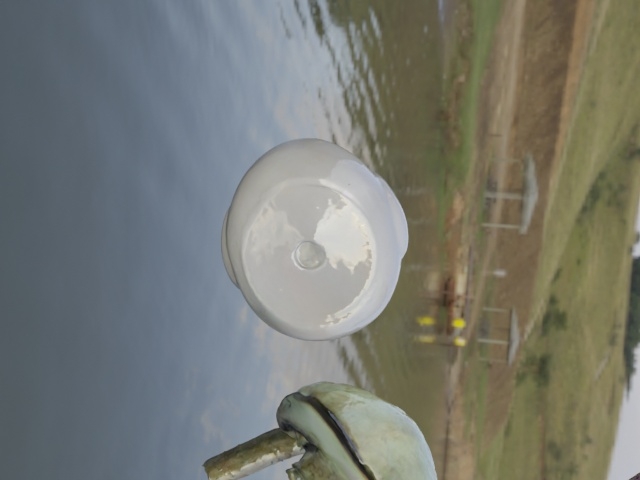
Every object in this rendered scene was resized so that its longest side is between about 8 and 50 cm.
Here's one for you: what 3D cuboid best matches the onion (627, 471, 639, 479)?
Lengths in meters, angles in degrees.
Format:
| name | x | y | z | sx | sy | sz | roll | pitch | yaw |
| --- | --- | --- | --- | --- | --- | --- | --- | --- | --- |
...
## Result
| name | x | y | z | sx | sy | sz | roll | pitch | yaw |
| --- | --- | --- | --- | --- | --- | --- | --- | --- | --- |
| onion | 0.549 | 0.471 | 1.139 | 0.345 | 0.358 | 0.358 | -6 | 102 | -47 |

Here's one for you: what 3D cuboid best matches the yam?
| name | x | y | z | sx | sy | sz | roll | pitch | yaw |
| --- | --- | --- | --- | --- | --- | --- | --- | --- | --- |
| yam | -0.093 | 0.427 | 1.733 | 0.067 | 0.318 | 0.071 | 64 | 3 | -86 |

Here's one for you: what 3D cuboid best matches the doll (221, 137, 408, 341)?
| name | x | y | z | sx | sy | sz | roll | pitch | yaw |
| --- | --- | --- | --- | --- | --- | --- | --- | --- | --- |
| doll | 0.000 | 0.000 | 0.990 | 0.221 | 0.221 | 0.250 | -55 | 130 | -68 |

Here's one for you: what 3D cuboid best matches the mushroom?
| name | x | y | z | sx | sy | sz | roll | pitch | yaw |
| --- | --- | --- | --- | --- | --- | --- | --- | --- | --- |
| mushroom | 0.070 | 0.310 | 1.204 | 0.164 | 0.267 | 0.189 | -16 | 138 | -36 |
